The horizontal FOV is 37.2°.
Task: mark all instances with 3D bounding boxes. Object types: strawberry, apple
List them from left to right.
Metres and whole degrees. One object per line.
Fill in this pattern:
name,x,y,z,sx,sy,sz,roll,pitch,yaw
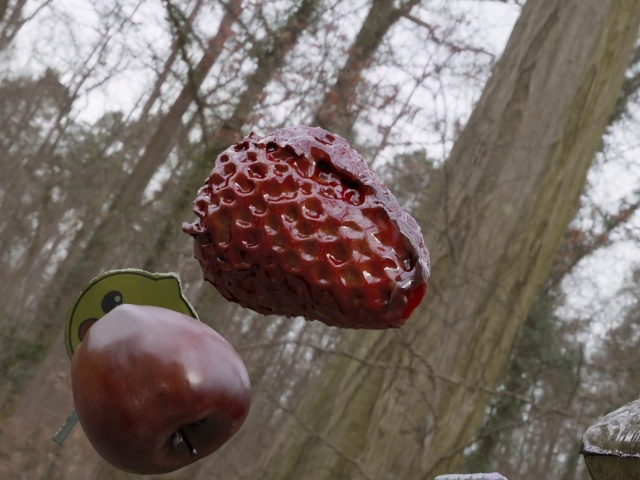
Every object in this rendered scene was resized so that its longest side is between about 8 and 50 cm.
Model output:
apple,-0.212,0.188,1.226,0.234,0.234,0.234,19,-29,11
strawberry,0.000,0.000,0.929,0.244,0.205,0.205,32,-20,36

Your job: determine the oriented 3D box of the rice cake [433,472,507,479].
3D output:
rice cake,0.219,0.454,1.460,0.037,0.198,0.189,22,-23,-20

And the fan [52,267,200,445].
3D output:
fan,-0.330,0.193,1.564,0.229,0.335,0.011,35,-10,-7

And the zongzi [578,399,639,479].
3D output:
zongzi,0.421,0.335,0.913,0.174,0.393,0.356,-18,-12,-5
